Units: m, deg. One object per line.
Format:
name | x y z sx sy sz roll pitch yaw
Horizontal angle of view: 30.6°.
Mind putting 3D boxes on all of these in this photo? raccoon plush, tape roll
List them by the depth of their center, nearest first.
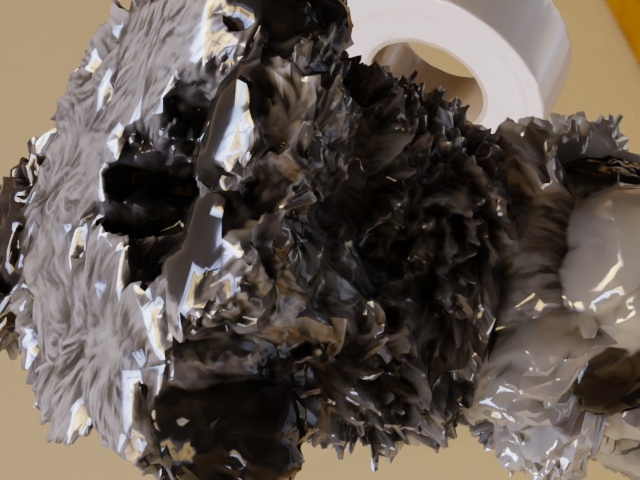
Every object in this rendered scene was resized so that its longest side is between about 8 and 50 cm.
raccoon plush | 0.000 0.000 0.606 0.299 0.446 0.216 15 -89 -35
tape roll | 0.138 -0.209 1.353 0.286 0.286 0.100 25 -120 7
